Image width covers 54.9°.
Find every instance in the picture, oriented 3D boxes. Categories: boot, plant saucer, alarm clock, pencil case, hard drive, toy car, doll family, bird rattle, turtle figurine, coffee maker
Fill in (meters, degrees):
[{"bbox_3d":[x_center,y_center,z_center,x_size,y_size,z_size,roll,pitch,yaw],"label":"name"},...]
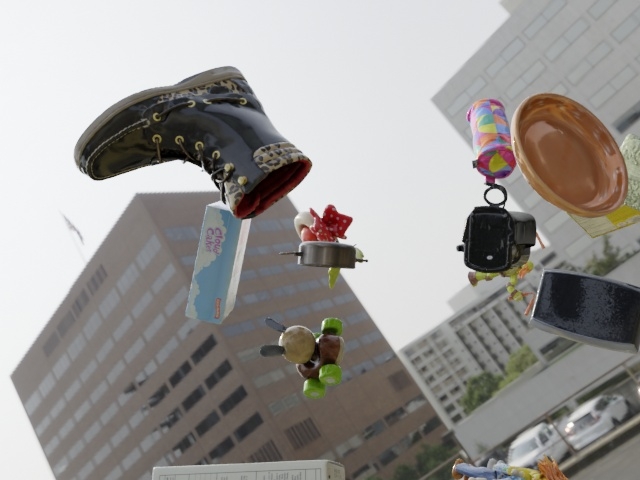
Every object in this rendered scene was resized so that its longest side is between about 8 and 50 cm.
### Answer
[{"bbox_3d":[-0.228,-0.156,1.150,0.378,0.284,0.138,-31,-23,-27],"label":"boot"},{"bbox_3d":[0.348,-0.118,0.876,0.200,0.199,0.037,-22,-14,-32],"label":"plant saucer"},{"bbox_3d":[-0.002,0.030,1.369,0.192,0.064,0.129,2,-2,-28],"label":"alarm clock"},{"bbox_3d":[0.408,-0.244,1.481,0.105,0.236,0.104,5,-45,5],"label":"pencil case"},{"bbox_3d":[0.650,0.165,1.500,0.054,0.255,0.171,24,-99,-57],"label":"hard drive"},{"bbox_3d":[-0.053,0.251,1.421,0.189,0.155,0.149,22,-45,-20],"label":"toy car"},{"bbox_3d":[0.309,0.396,0.996,0.263,0.118,0.163,17,-12,-30],"label":"doll family"},{"bbox_3d":[0.000,0.000,1.634,0.143,0.207,0.253,-48,-44,-16],"label":"bird rattle"},{"bbox_3d":[0.555,0.093,1.866,0.087,0.269,0.217,20,-19,-41],"label":"turtle figurine"},{"bbox_3d":[0.371,-0.022,1.244,0.178,0.120,0.171,-6,-58,-58],"label":"coffee maker"}]

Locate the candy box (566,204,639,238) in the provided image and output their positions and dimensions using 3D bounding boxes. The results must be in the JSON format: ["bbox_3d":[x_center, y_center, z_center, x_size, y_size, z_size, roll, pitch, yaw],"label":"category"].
[{"bbox_3d":[0.648,-0.074,1.319,0.206,0.105,0.027,-27,31,45],"label":"candy box"}]

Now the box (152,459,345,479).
[{"bbox_3d":[-0.121,0.449,1.027,0.311,0.147,0.121,-6,-25,15],"label":"box"}]

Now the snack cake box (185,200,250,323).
[{"bbox_3d":[-0.235,0.047,1.451,0.152,0.089,0.264,-63,-15,-82],"label":"snack cake box"}]

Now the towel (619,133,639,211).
[{"bbox_3d":[0.514,-0.090,0.947,0.027,0.148,0.110,-6,-58,-43],"label":"towel"}]
